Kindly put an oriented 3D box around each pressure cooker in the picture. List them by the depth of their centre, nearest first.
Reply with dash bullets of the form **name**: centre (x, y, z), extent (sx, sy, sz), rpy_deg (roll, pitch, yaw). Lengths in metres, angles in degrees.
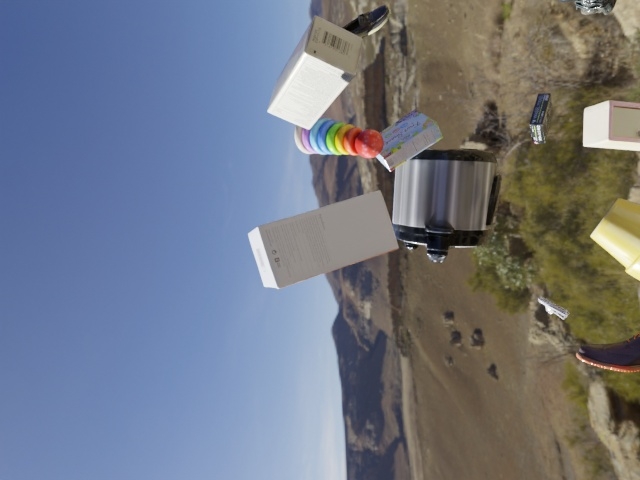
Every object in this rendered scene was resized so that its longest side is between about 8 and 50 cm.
- **pressure cooker**: centre (0.451, -0.126, 1.829), extent (0.376, 0.370, 0.419), rpy_deg (14, 103, 57)

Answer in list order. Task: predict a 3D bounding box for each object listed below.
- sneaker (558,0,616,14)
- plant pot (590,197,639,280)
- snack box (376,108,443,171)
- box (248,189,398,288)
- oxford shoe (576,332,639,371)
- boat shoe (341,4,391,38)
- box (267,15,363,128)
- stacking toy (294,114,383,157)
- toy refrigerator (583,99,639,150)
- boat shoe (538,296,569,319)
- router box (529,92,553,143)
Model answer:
- **sneaker**: centre (0.571, -0.523, 1.042), extent (0.087, 0.228, 0.130), rpy_deg (30, 147, 37)
- **plant pot**: centre (1.086, -0.018, 1.687), extent (0.254, 0.239, 0.254), rpy_deg (-42, -25, -25)
- **snack box**: centre (0.280, -0.341, 1.664), extent (0.070, 0.207, 0.174), rpy_deg (53, -173, -31)
- **box**: centre (0.000, 0.000, 1.353), extent (0.215, 0.346, 0.168), rpy_deg (164, 88, -75)
- **oxford shoe**: centre (0.737, 0.242, 1.130), extent (0.097, 0.272, 0.098), rpy_deg (-23, -73, -68)
- **boat shoe**: centre (0.116, -0.581, 1.322), extent (0.049, 0.152, 0.056), rpy_deg (29, -140, -49)
- **box**: centre (-0.024, -0.441, 1.343), extent (0.311, 0.148, 0.121), rpy_deg (-29, 45, 62)
- **stacking toy**: centre (0.067, -0.337, 1.615), extent (0.141, 0.330, 0.141), rpy_deg (-17, -65, -40)
- **toy refrigerator**: centre (0.824, -0.290, 1.266), extent (0.094, 0.270, 0.102), rpy_deg (-176, 88, -76)
- **boat shoe**: centre (0.721, 0.213, 1.535), extent (0.035, 0.100, 0.035), rpy_deg (-64, -8, 22)
- **router box**: centre (0.672, -0.369, 1.497), extent (0.092, 0.038, 0.122), rpy_deg (48, -122, -50)
